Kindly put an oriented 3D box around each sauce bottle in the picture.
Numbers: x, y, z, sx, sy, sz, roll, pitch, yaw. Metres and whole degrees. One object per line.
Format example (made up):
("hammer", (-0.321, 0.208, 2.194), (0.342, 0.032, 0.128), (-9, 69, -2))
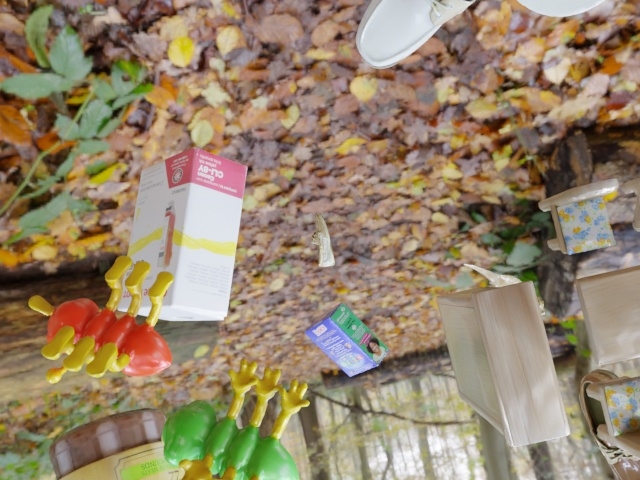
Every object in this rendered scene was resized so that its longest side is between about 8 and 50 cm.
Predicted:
("sauce bottle", (-0.132, 0.318, 0.498), (0.112, 0.344, 0.111), (-21, 161, -8))

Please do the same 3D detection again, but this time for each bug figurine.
("bug figurine", (-0.135, 0.144, 0.338), (0.216, 0.279, 0.072), (22, 137, 10))

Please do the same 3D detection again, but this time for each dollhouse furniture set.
("dollhouse furniture set", (0.378, 0.104, 0.771), (0.395, 0.361, 0.256), (-13, 176, 0))

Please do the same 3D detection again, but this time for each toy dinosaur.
("toy dinosaur", (0.346, 0.083, 1.158), (0.183, 0.053, 0.092), (30, 155, -1))

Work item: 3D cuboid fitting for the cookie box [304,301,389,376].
("cookie box", (0.041, 0.160, 0.962), (0.040, 0.107, 0.092), (-48, -175, -36))

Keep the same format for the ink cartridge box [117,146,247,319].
("ink cartridge box", (-0.344, -0.003, 1.493), (0.160, 0.384, 0.279), (17, 162, -41))

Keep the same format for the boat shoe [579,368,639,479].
("boat shoe", (0.714, 0.477, 1.457), (0.120, 0.323, 0.123), (5, 148, -45))

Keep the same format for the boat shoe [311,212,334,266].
("boat shoe", (0.000, 0.000, 1.489), (0.045, 0.135, 0.050), (-14, 179, -7))

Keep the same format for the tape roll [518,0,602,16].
("tape roll", (0.484, -0.590, 1.160), (0.100, 0.286, 0.286), (-36, 180, -33))

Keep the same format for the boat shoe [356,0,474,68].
("boat shoe", (0.163, -0.364, 0.843), (0.302, 0.113, 0.103), (-45, -167, 22))
